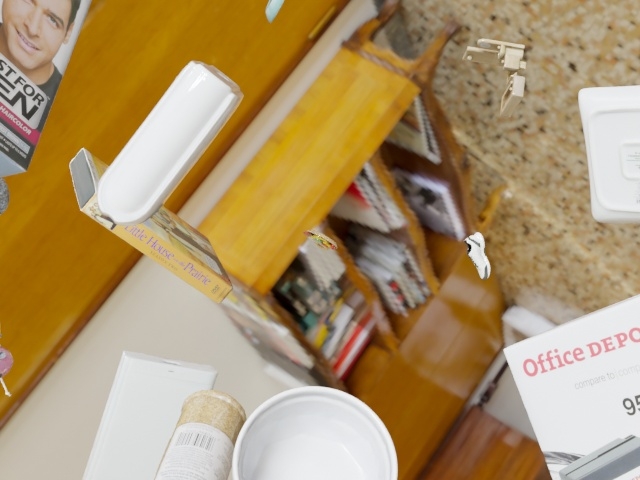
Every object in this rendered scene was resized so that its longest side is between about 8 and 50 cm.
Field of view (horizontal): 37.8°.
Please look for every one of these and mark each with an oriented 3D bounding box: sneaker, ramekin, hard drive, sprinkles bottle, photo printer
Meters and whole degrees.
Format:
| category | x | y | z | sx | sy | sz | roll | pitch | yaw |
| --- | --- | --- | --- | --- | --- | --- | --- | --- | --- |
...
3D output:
| category | x | y | z | sx | sy | sz | roll | pitch | yaw |
| --- | --- | --- | --- | --- | --- | --- | --- | --- | --- |
| sneaker | 0.353 | 0.039 | 2.120 | 0.040 | 0.043 | 0.109 | 179 | 75 | -71 |
| ramekin | -0.011 | 0.302 | 1.194 | 0.207 | 0.207 | 0.109 | 33 | 149 | 14 |
| hard drive | -0.356 | 0.391 | 1.951 | 0.203 | 0.308 | 0.040 | 14 | -168 | -25 |
| sprinkles bottle | -0.215 | 0.401 | 1.522 | 0.121 | 0.355 | 0.121 | 5 | 123 | 8 |
| photo printer | -0.261 | -0.159 | 1.597 | 0.107 | 0.307 | 0.256 | 38 | -174 | -7 |

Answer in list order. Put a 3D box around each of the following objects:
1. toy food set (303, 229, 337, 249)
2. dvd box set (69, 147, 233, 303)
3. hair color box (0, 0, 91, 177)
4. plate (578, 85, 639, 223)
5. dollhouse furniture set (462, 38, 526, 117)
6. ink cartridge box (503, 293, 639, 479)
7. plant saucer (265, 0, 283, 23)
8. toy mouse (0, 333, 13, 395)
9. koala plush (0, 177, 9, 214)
| category | x | y | z | sx | sy | sz | roll | pitch | yaw |
| --- | --- | --- | --- | --- | --- | --- | --- | --- | --- |
| toy food set | 0.000 | 0.000 | 2.116 | 0.082 | 0.020 | 0.083 | 34 | 170 | -31 |
| dvd box set | -0.415 | -0.037 | 2.278 | 0.420 | 0.062 | 0.307 | 38 | -173 | -30 |
| hair color box | -0.505 | -0.301 | 1.469 | 0.113 | 0.375 | 0.185 | -9 | 145 | 28 |
| plate | 0.612 | -0.156 | 1.769 | 0.277 | 0.045 | 0.278 | 5 | 111 | 49 |
| dollhouse furniture set | 0.395 | -0.379 | 2.153 | 0.123 | 0.151 | 0.144 | 9 | 163 | -1 |
| ink cartridge box | 0.429 | 0.259 | 1.126 | 0.285 | 0.166 | 0.395 | -35 | 71 | 53 |
| plant saucer | -0.082 | -0.494 | 1.875 | 0.021 | 0.119 | 0.119 | 26 | 167 | -13 |
| toy mouse | -0.394 | 0.106 | 1.101 | 0.161 | 0.031 | 0.143 | 66 | 164 | 5 |
| koala plush | -0.741 | -0.053 | 1.839 | 0.196 | 0.221 | 0.203 | 5 | 148 | 31 |
